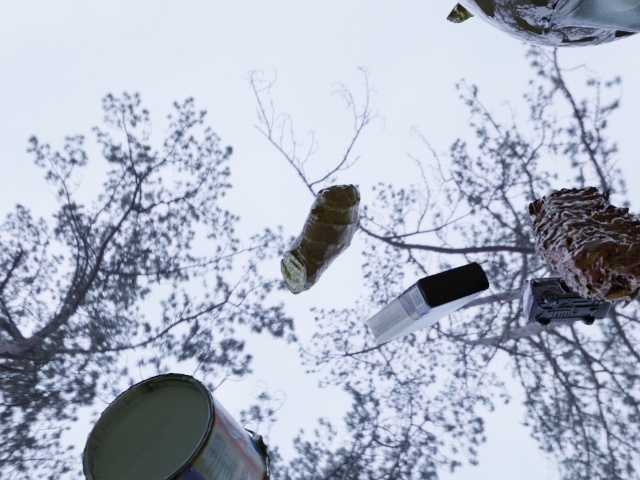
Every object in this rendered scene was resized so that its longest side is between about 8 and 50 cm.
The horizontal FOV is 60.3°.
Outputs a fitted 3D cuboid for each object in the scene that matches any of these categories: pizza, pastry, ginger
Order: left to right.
[{"bbox_3d":[0.000,0.000,1.437,0.190,0.354,0.126,7,-144,-51],"label":"ginger"},{"bbox_3d":[0.286,-0.424,0.961,0.123,0.109,0.026,-45,-55,-9],"label":"pizza"},{"bbox_3d":[0.249,0.004,0.519,0.087,0.169,0.063,-13,-67,13],"label":"pastry"}]

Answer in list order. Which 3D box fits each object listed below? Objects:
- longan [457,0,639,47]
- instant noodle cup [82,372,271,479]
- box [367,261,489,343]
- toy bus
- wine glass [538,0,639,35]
[{"bbox_3d":[0.289,-0.413,0.615,0.405,0.336,0.404,9,-115,-20],"label":"longan"},{"bbox_3d":[-0.254,0.385,0.947,0.296,0.296,0.214,-39,-48,-23],"label":"instant noodle cup"},{"bbox_3d":[0.228,0.140,1.201,0.168,0.259,0.071,-13,-112,-27],"label":"box"},{"bbox_3d":[0.601,0.142,1.357,0.199,0.096,0.108,-2,-143,-1],"label":"toy bus"},{"bbox_3d":[0.293,-0.174,0.459,0.183,0.122,0.122,39,-113,-2],"label":"wine glass"}]
